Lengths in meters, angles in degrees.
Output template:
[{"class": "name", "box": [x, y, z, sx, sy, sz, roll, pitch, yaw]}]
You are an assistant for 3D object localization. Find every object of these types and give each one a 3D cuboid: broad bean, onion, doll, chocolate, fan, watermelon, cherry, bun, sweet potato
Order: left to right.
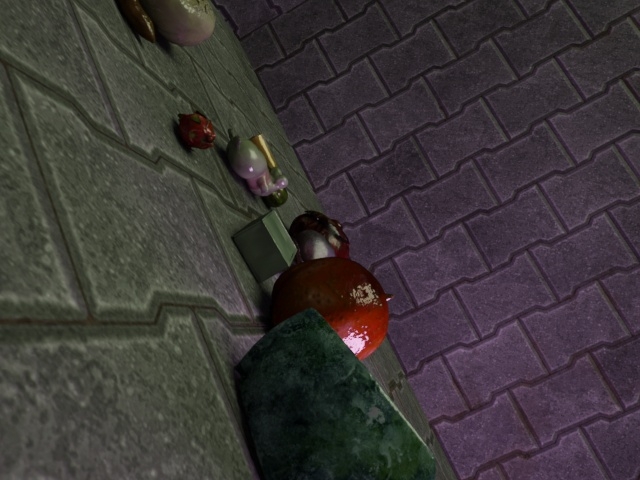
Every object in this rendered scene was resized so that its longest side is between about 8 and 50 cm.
[{"class": "sweet potato", "box": [-0.473, -0.588, 1.260, 0.218, 0.051, 0.065, 61, 11, -1]}, {"class": "bun", "box": [-0.432, -0.680, 1.462, 0.273, 0.168, 0.273, 47, 21, -24]}, {"class": "doll", "box": [-0.210, -0.223, 1.545, 0.275, 0.113, 0.155, 41, 12, -51]}, {"class": "chocolate", "box": [-0.209, -0.296, 1.937, 0.085, 0.085, 0.219, -85, 150, -77]}, {"class": "broad bean", "box": [-0.177, -0.189, 1.758, 0.174, 0.082, 0.124, 54, 3, 25]}, {"class": "fan", "box": [-0.079, 0.080, 1.479, 0.152, 0.008, 0.227, 16, -55, 57]}, {"class": "cherry", "box": [-0.029, 0.058, 1.626, 0.176, 0.140, 0.176, 32, 49, -47]}, {"class": "onion", "box": [0.000, 0.000, 1.823, 0.246, 0.190, 0.246, 46, -2, 2]}, {"class": "watermelon", "box": [0.025, 0.318, 0.831, 0.387, 0.228, 0.258, 56, -5, 25]}]

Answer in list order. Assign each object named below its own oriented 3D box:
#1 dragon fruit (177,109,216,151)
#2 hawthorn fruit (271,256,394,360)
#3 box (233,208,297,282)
[{"class": "dragon fruit", "box": [-0.295, -0.263, 1.193, 0.081, 0.086, 0.116, -12, 60, -43]}, {"class": "hawthorn fruit", "box": [0.033, 0.163, 1.169, 0.275, 0.299, 0.275, 166, -90, -77]}, {"class": "box", "box": [-0.134, 0.007, 1.281, 0.129, 0.086, 0.225, 61, 7, -7]}]
